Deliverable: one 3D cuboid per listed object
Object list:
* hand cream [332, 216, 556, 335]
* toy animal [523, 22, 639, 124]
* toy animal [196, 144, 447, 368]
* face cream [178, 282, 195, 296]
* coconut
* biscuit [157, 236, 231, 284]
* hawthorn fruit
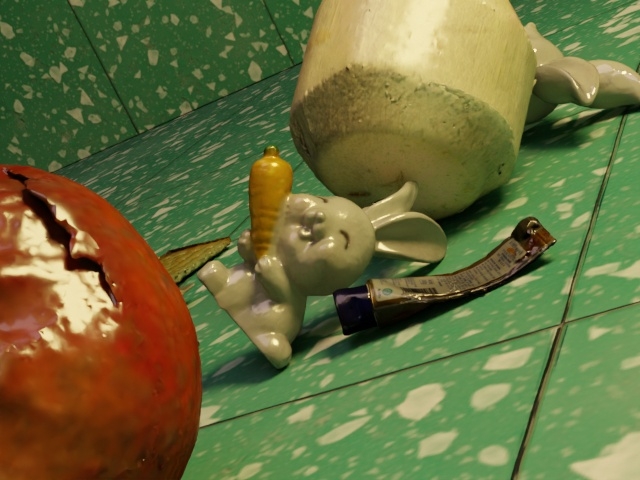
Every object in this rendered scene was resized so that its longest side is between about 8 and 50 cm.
[{"bbox_3d":[0.088,0.027,0.837,0.163,0.039,0.062,-20,12,1],"label":"hand cream"},{"bbox_3d":[0.213,-0.166,1.128,0.104,0.130,0.221,17,-15,-37],"label":"toy animal"},{"bbox_3d":[0.000,0.000,0.900,0.182,0.131,0.127,-41,-22,0],"label":"toy animal"},{"bbox_3d":[-0.231,0.110,1.038,0.137,0.084,0.341,-20,10,20],"label":"face cream"},{"bbox_3d":[0.086,-0.141,1.027,0.224,0.224,0.234,-17,44,33],"label":"coconut"},{"bbox_3d":[-0.201,0.053,1.303,0.144,0.016,0.203,-12,19,46],"label":"biscuit"},{"bbox_3d":[-0.190,0.089,0.694,0.276,0.276,0.307,-24,-14,10],"label":"hawthorn fruit"}]
